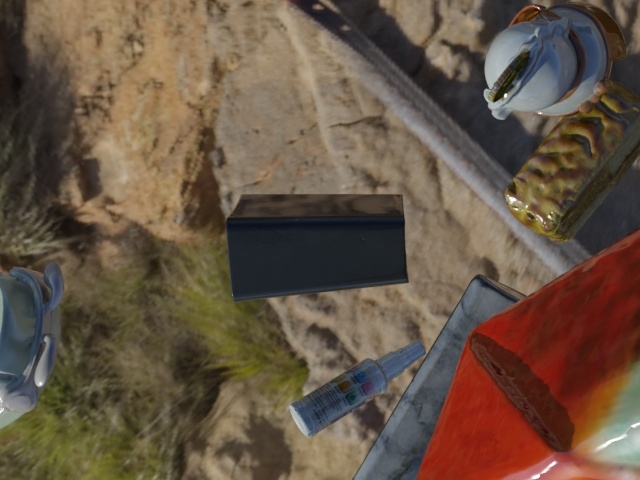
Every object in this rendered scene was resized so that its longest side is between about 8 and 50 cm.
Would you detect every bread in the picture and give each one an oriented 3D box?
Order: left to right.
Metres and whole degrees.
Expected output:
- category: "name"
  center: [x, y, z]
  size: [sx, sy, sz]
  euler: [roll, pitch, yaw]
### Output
- category: "bread"
  center: [0.343, -0.101, 1.395]
  size: [0.096, 0.181, 0.222]
  euler: [39, 93, 21]

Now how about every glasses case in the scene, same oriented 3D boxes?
- category: "glasses case"
  center: [0.150, 0.189, 1.228]
  size: [0.114, 0.060, 0.299]
  euler: [26, 101, -20]

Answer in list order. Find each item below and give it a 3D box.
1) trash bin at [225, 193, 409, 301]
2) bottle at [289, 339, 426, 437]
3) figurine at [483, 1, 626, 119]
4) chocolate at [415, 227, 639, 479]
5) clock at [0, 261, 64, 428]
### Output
- category: "trash bin"
  center: [0.000, 0.000, 1.400]
  size: [0.226, 0.165, 0.115]
  euler: [-4, 104, 4]
- category: "bottle"
  center: [0.059, 0.210, 1.549]
  size: [0.217, 0.060, 0.060]
  euler: [-30, 92, -13]
- category: "figurine"
  center: [0.262, -0.195, 1.201]
  size: [0.143, 0.271, 0.143]
  euler: [10, 118, 19]
- category: "chocolate"
  center: [0.279, 0.112, 0.562]
  size: [0.360, 0.161, 0.341]
  euler: [30, 138, -20]
- category: "clock"
  center: [-0.308, 0.098, 1.015]
  size: [0.191, 0.062, 0.151]
  euler: [-26, 55, 40]
